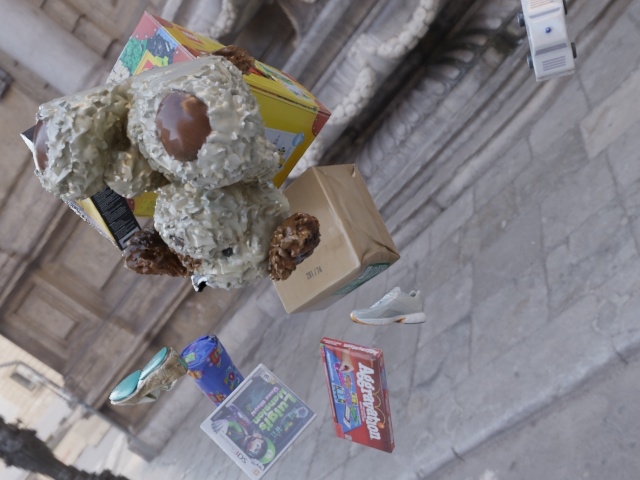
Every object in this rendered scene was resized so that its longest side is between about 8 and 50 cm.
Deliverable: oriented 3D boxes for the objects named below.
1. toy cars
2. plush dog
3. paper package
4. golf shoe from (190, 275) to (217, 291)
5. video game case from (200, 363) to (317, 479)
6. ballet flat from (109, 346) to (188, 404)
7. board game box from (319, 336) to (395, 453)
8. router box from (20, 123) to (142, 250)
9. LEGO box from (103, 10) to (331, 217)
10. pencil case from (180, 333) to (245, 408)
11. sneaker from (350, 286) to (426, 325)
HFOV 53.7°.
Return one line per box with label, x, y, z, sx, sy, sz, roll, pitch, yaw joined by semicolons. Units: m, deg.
toy cars;0.522;-0.525;1.298;0.394;0.176;0.087;-63;-14;15
plush dog;-0.111;-0.057;0.618;0.262;0.225;0.210;0;27;33
paper package;0.000;0.000;1.677;0.168;0.309;0.325;-10;-21;-46
golf shoe;-0.297;0.094;1.876;0.198;0.077;0.094;-23;61;23
video game case;-0.133;0.391;1.369;0.190;0.173;0.022;-44;-18;-21
ballet flat;-0.319;0.270;1.185;0.206;0.067;0.073;-36;26;35
board game box;0.084;0.348;1.412;0.145;0.281;0.027;7;32;29
router box;-0.337;-0.079;0.894;0.046;0.179;0.133;-41;-37;-23
LEGO box;-0.258;-0.242;1.452;0.372;0.193;0.500;-52;-25;18
pencil case;-0.276;0.395;1.787;0.119;0.306;0.133;-14;34;25
sneaker;0.215;0.210;2.032;0.099;0.262;0.121;170;98;-66
